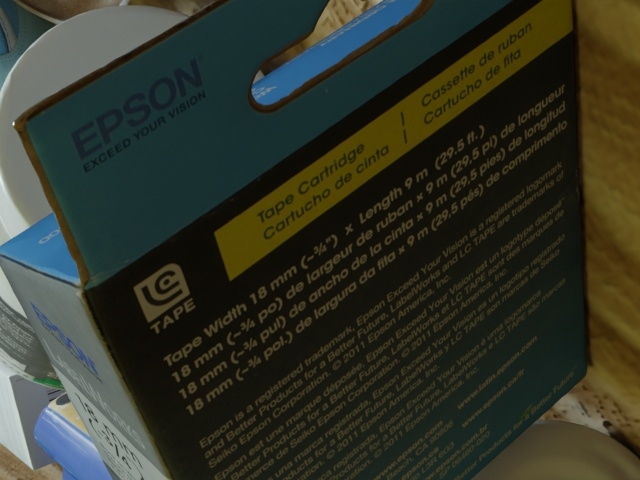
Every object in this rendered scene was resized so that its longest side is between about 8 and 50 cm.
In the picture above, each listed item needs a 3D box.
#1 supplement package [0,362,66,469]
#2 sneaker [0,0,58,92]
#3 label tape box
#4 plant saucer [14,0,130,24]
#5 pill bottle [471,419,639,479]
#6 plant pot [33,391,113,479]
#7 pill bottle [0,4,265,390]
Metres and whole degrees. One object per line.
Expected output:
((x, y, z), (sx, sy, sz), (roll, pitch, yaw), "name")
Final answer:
((-0.297, 0.159, 1.196), (0.179, 0.105, 0.105), (10, 115, 57), "supplement package")
((-0.339, -0.210, 0.859), (0.319, 0.127, 0.208), (35, -169, 19), "sneaker")
((0.000, 0.000, 0.496), (0.106, 0.240, 0.333), (34, 151, 39), "label tape box")
((-0.198, -0.276, 0.676), (0.310, 0.050, 0.310), (34, 147, 26), "plant saucer")
((0.121, 0.217, 0.712), (0.136, 0.136, 0.245), (44, 156, 17), "pill bottle")
((-0.111, 0.214, 1.033), (0.236, 0.236, 0.212), (18, 132, 53), "plant pot")
((-0.152, -0.013, 0.801), (0.204, 0.204, 0.361), (52, 158, 1), "pill bottle")
